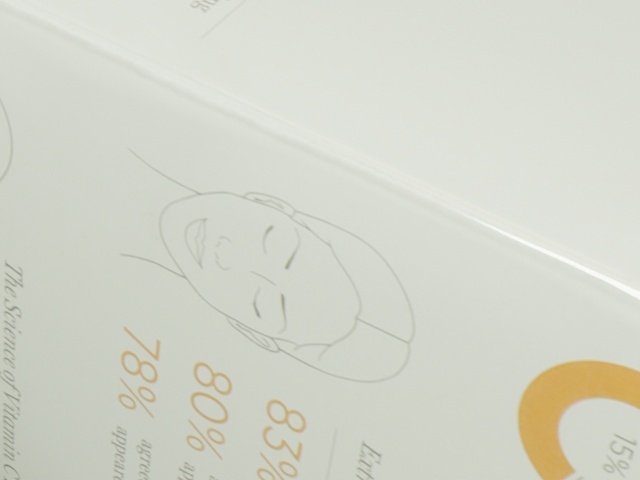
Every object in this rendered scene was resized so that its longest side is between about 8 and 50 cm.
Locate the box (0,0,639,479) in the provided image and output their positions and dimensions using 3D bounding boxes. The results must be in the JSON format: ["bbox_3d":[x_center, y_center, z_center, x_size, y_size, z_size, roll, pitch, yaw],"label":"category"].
[{"bbox_3d":[0.000,0.000,0.561,0.345,0.215,0.168,26,45,18],"label":"box"}]
